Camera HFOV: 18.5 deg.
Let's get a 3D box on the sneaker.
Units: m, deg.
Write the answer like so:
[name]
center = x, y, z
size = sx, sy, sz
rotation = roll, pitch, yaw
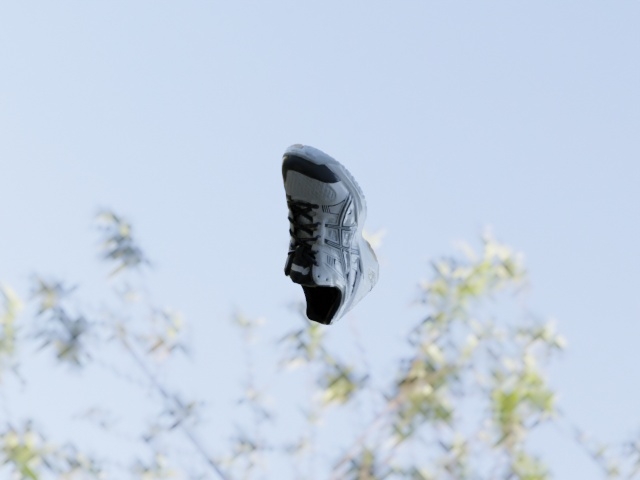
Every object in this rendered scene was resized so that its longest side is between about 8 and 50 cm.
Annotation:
[sneaker]
center = 0.000, 0.000, 0.793
size = 0.032, 0.037, 0.083
rotation = 13, -41, 37
